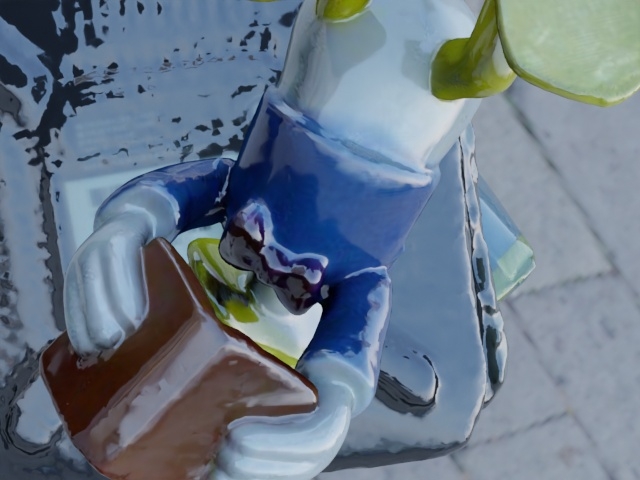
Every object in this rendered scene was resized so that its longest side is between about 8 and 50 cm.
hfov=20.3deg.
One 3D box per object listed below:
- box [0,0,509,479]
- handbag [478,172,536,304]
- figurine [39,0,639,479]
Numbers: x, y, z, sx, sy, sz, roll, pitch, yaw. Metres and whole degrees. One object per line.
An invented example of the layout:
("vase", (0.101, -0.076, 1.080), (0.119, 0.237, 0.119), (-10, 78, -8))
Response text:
("box", (-0.071, -0.016, 1.153), (0.091, 0.359, 0.350), (-72, 153, -85))
("handbag", (0.000, 0.000, 1.413), (0.241, 0.263, 0.222), (52, -1, -6))
("figurine", (-0.004, 0.016, 0.827), (0.204, 0.338, 0.283), (27, 66, 7))
